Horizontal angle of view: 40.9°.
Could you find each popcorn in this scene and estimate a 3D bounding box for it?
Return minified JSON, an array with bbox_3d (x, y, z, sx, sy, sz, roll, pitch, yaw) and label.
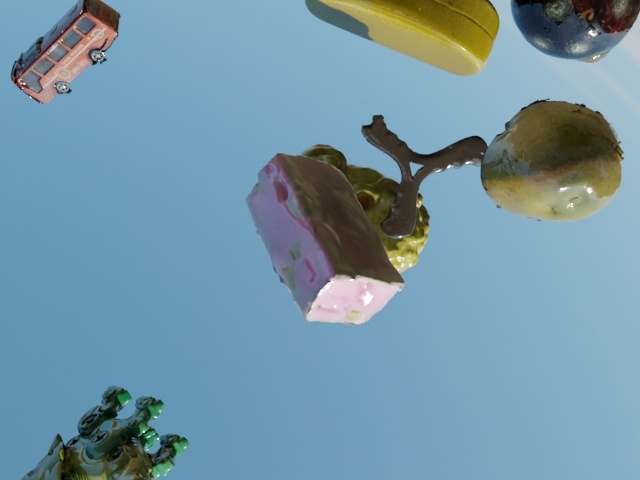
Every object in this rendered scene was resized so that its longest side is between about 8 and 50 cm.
[{"bbox_3d":[0.054,-0.032,1.572,0.286,0.174,0.225,29,-122,-5],"label":"popcorn"}]

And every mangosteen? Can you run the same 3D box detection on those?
[{"bbox_3d":[0.543,-0.505,1.801,0.288,0.288,0.288,26,-145,-20],"label":"mangosteen"}]

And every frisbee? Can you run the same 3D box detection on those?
[{"bbox_3d":[0.132,-0.116,1.316,0.187,0.211,0.012,38,-169,-18],"label":"frisbee"}]

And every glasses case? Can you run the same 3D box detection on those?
[{"bbox_3d":[0.161,-0.447,1.620,0.371,0.141,0.173,21,173,-3],"label":"glasses case"}]

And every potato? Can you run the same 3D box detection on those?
[{"bbox_3d":[0.338,-0.100,1.217,0.202,0.182,0.117,7,-162,-1],"label":"potato"}]

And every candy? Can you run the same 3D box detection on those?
[{"bbox_3d":[0.000,0.000,1.328,0.155,0.116,0.265,13,-140,-43],"label":"candy"}]

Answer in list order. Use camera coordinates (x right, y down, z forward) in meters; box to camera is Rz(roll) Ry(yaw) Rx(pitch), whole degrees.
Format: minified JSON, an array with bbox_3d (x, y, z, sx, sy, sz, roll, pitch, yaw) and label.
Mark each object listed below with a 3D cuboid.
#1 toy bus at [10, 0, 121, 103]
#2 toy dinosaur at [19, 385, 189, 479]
[{"bbox_3d":[-0.444,-0.330,1.501,0.096,0.235,0.074,35,-142,-37],"label":"toy bus"},{"bbox_3d":[-0.196,0.219,0.840,0.153,0.259,0.094,-49,-62,-39],"label":"toy dinosaur"}]
